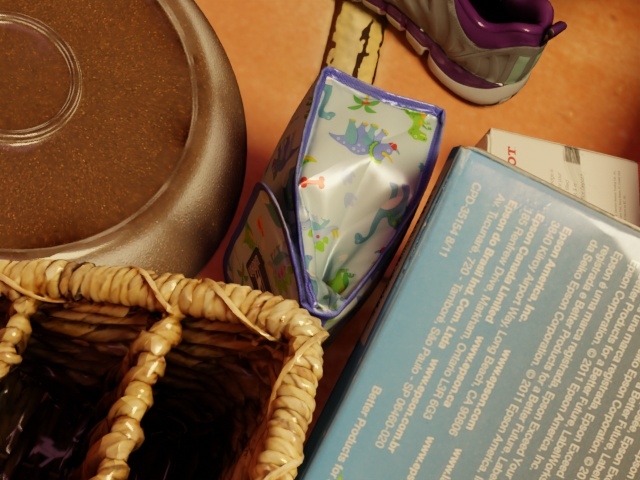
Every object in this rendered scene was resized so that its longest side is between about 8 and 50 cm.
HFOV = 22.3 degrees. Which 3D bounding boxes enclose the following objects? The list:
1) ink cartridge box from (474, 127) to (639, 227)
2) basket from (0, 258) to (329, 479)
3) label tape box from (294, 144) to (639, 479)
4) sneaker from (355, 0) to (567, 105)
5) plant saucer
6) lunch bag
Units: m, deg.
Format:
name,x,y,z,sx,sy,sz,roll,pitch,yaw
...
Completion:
name,x,y,z,sx,sy,sz,roll,pitch,yaw
ink cartridge box,0.156,-0.004,1.030,0.135,0.056,0.099,12,62,-15
basket,-0.154,0.151,0.744,0.213,0.223,0.299,24,61,-8
label tape box,0.169,0.128,0.868,0.334,0.106,0.240,27,91,0
sneaker,0.062,-0.190,1.059,0.224,0.098,0.083,38,59,0
plant saucer,-0.186,-0.087,0.948,0.311,0.050,0.310,9,62,-16
lunch bag,0.000,0.000,0.928,0.096,0.129,0.151,18,63,-7
